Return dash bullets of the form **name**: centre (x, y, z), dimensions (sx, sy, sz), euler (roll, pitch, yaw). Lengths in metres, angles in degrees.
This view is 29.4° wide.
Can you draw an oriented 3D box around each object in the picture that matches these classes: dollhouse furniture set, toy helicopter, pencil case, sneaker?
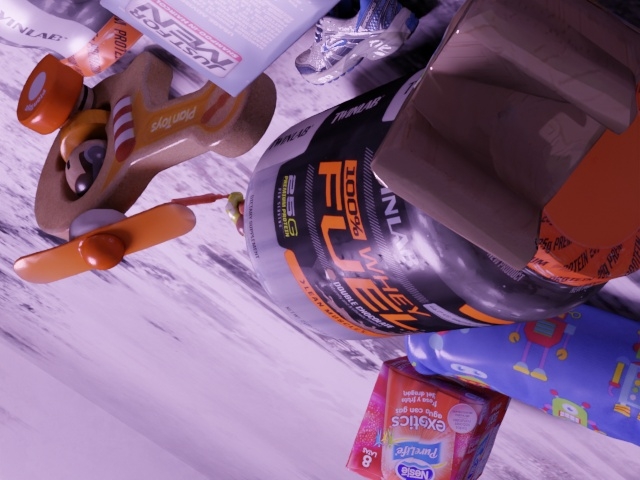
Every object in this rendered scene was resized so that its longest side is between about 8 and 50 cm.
- **dollhouse furniture set**: centre (0.287, -0.110, 0.475), dimensions (0.394, 0.256, 0.362), euler (32, 116, -1)
- **toy helicopter**: centre (-0.170, -0.077, 1.142), dimensions (0.140, 0.235, 0.355), euler (29, 153, -35)
- **pencil case**: centre (0.235, 0.121, 1.233), dimensions (0.306, 0.119, 0.133), euler (16, 146, 26)
- **sneaker**: centre (0.019, -0.169, 0.974), dimensions (0.058, 0.052, 0.135), euler (48, 144, -19)

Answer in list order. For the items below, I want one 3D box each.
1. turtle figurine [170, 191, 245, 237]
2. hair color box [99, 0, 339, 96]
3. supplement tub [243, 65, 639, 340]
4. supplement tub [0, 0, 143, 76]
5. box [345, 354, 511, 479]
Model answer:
- **turtle figurine**: centre (0.000, 0.000, 1.226), dimensions (0.269, 0.087, 0.217), euler (21, 158, -36)
- **hair color box**: centre (0.014, -0.234, 0.653), dimensions (0.113, 0.185, 0.374), euler (34, 157, -14)
- **supplement tub**: centre (0.099, -0.032, 0.956), dimensions (0.207, 0.207, 0.338), euler (37, 155, -20)
- **supplement tub**: centre (-0.242, -0.271, 0.858), dimensions (0.316, 0.193, 0.193), euler (39, 155, -23)
- **box**: centre (0.132, 0.209, 1.399), dimensions (0.123, 0.128, 0.257), euler (21, -175, 16)
